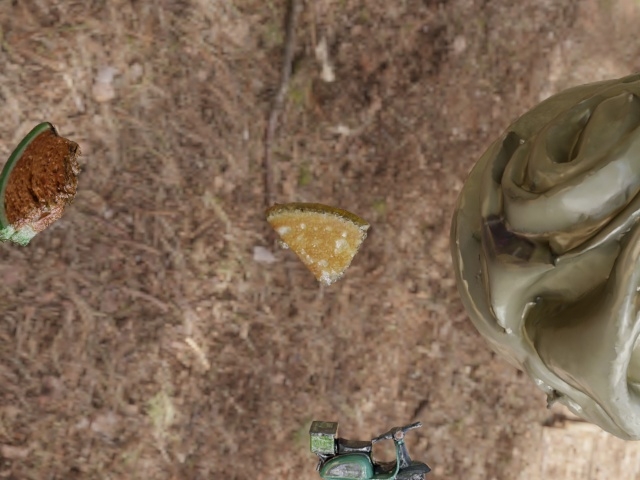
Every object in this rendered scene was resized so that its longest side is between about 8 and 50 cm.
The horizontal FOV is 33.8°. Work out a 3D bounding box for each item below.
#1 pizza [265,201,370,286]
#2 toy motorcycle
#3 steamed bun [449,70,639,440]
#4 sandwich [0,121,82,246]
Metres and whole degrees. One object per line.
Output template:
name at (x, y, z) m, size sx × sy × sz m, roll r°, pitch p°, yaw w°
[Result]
pizza at (0.000, -0.001, 0.809) m, size 0.025 × 0.083 × 0.078 m, roll -63°, pitch 156°, yaw -43°
toy motorcycle at (0.072, 0.309, 1.509) m, size 0.058 × 0.173 × 0.100 m, roll -63°, pitch 153°, yaw -70°
steamed bun at (0.274, -0.012, 0.963) m, size 0.342 × 0.367 × 0.255 m, roll -51°, pitch 129°, yaw 1°
sandwich at (-0.489, -0.104, 1.862) m, size 0.079 × 0.159 × 0.235 m, roll 57°, pitch 24°, yaw -50°
